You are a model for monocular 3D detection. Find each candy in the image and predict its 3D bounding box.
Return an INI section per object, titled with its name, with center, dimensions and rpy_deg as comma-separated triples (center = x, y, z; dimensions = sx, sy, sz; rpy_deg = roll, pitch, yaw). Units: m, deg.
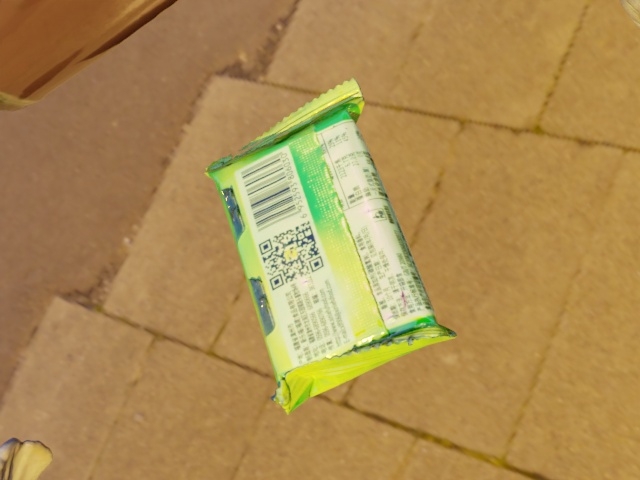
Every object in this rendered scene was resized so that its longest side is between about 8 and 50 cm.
[candy]
center = 0.001, 0.000, 0.711
dimensions = 0.102, 0.032, 0.178
rpy_deg = -25, 56, 7

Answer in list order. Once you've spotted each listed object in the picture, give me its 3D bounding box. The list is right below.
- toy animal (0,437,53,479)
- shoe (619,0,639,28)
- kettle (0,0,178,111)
[toy animal]
center = -0.138, 0.200, 0.608
dimensions = 0.160, 0.272, 0.197
rpy_deg = -44, 89, 14
[shoe]
center = 0.356, -0.225, 0.947
dimensions = 0.210, 0.132, 0.342
rpy_deg = -54, 16, 1
[kettle]
center = -0.050, -0.154, 0.353
dimensions = 0.232, 0.144, 0.202
rpy_deg = -44, 26, 11
